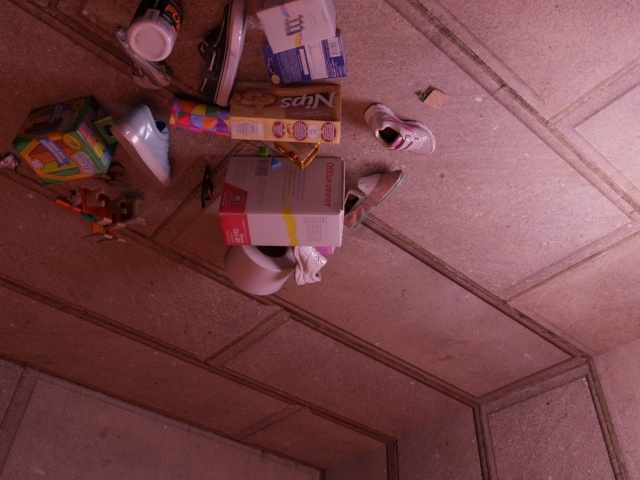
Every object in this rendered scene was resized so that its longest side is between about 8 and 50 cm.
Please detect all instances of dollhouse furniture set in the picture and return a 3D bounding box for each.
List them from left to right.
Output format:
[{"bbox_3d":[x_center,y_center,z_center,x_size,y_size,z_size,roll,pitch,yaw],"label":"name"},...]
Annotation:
[{"bbox_3d":[-0.727,-0.113,2.044,0.135,0.262,0.259,-9,168,15],"label":"dollhouse furniture set"}]

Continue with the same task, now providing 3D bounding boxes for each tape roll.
[{"bbox_3d":[-0.212,0.056,2.193,0.246,0.246,0.169,20,136,-18],"label":"tape roll"}]

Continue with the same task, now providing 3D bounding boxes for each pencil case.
[{"bbox_3d":[-0.346,-0.373,1.834,0.236,0.104,0.104,11,138,-7],"label":"pencil case"}]

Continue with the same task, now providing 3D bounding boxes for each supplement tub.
[{"bbox_3d":[-0.424,-0.562,1.552,0.117,0.190,0.117,2,139,1],"label":"supplement tub"}]

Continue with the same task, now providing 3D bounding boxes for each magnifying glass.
[{"bbox_3d":[-0.862,-0.101,2.219,0.231,0.026,0.092,25,134,-25],"label":"magnifying glass"}]

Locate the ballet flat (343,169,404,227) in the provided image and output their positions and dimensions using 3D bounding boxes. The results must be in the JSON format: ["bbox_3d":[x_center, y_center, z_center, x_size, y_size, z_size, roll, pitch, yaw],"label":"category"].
[{"bbox_3d":[0.154,-0.153,2.051,0.106,0.107,0.316,33,131,-12],"label":"ballet flat"}]

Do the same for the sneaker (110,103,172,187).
[{"bbox_3d":[-0.523,-0.295,1.907,0.135,0.150,0.366,35,165,14],"label":"sneaker"}]

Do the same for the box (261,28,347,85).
[{"bbox_3d":[-0.045,-0.516,1.699,0.225,0.036,0.136,-6,137,8],"label":"box"}]

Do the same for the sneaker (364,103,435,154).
[{"bbox_3d":[0.246,-0.316,1.850,0.252,0.111,0.103,20,135,-19],"label":"sneaker"}]

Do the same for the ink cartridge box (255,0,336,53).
[{"bbox_3d":[-0.061,-0.589,1.549,0.176,0.128,0.127,-10,137,15],"label":"ink cartridge box"}]

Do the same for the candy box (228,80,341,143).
[{"bbox_3d":[-0.098,-0.376,1.748,0.316,0.183,0.087,3,138,-1],"label":"candy box"}]

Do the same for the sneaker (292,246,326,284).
[{"bbox_3d":[-0.037,0.048,2.053,0.115,0.090,0.232,-2,126,1],"label":"sneaker"}]

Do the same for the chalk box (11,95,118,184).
[{"bbox_3d":[-0.752,-0.313,1.857,0.289,0.179,0.180,-9,137,13],"label":"chalk box"}]

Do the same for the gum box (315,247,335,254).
[{"bbox_3d":[0.000,0.000,2.174,0.107,0.188,0.062,-4,104,9],"label":"gum box"}]

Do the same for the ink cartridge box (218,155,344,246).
[{"bbox_3d":[-0.114,-0.128,1.953,0.385,0.279,0.160,1,137,3],"label":"ink cartridge box"}]

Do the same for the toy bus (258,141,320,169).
[{"bbox_3d":[-0.099,-0.315,1.871,0.191,0.202,0.104,-4,169,-3],"label":"toy bus"}]

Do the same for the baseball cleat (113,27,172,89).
[{"bbox_3d":[-0.524,-0.506,1.711,0.109,0.072,0.206,-21,130,34],"label":"baseball cleat"}]

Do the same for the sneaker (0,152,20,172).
[{"bbox_3d":[-1.067,-0.252,2.046,0.098,0.038,0.069,-19,133,23],"label":"sneaker"}]

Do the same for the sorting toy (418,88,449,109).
[{"bbox_3d":[0.335,-0.428,1.794,0.083,0.012,0.062,20,140,-23],"label":"sorting toy"}]

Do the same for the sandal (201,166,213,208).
[{"bbox_3d":[-0.389,-0.177,2.079,0.040,0.067,0.179,3,137,-17],"label":"sandal"}]

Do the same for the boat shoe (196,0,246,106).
[{"bbox_3d":[-0.281,-0.514,1.650,0.119,0.121,0.335,15,135,-9],"label":"boat shoe"}]

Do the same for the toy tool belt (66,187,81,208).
[{"bbox_3d":[-0.881,-0.152,2.149,0.083,0.052,0.051,-29,98,27],"label":"toy tool belt"}]
